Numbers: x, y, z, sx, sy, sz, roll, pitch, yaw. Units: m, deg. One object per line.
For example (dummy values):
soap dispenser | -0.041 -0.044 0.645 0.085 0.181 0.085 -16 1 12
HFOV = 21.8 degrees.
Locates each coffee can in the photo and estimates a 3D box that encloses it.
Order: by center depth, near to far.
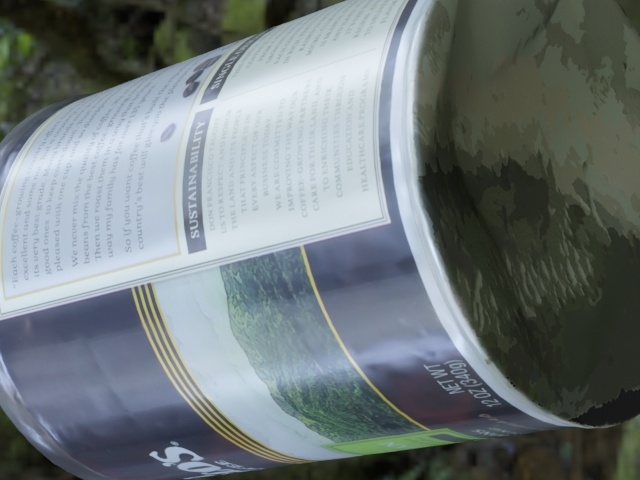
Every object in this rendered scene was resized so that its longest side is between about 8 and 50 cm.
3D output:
coffee can | 0.000 0.000 0.752 0.275 0.201 0.202 -14 70 41
